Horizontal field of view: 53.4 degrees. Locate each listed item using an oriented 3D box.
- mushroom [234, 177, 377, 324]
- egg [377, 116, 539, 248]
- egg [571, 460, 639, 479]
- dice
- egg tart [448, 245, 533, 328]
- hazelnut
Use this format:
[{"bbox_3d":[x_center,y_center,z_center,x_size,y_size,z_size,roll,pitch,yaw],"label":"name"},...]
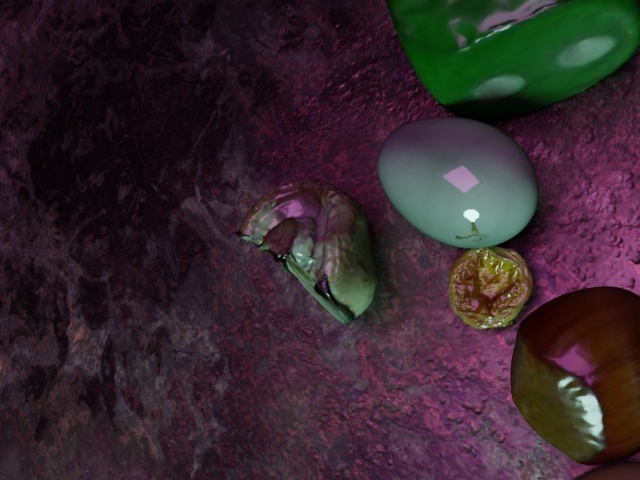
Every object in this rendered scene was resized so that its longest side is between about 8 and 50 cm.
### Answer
[{"bbox_3d":[0.006,0.005,1.035,0.164,0.189,0.267,-51,33,-7],"label":"mushroom"},{"bbox_3d":[0.195,-0.091,0.943,0.264,0.183,0.182,31,94,39],"label":"egg"},{"bbox_3d":[0.363,0.348,0.746,0.201,0.164,0.164,-33,63,22],"label":"egg"},{"bbox_3d":[0.271,-0.363,0.907,0.300,0.287,0.297,-20,68,26],"label":"dice"},{"bbox_3d":[0.252,0.071,0.944,0.130,0.052,0.130,-9,72,28],"label":"egg tart"},{"bbox_3d":[0.340,0.164,0.806,0.186,0.210,0.210,-28,63,48],"label":"hazelnut"}]
